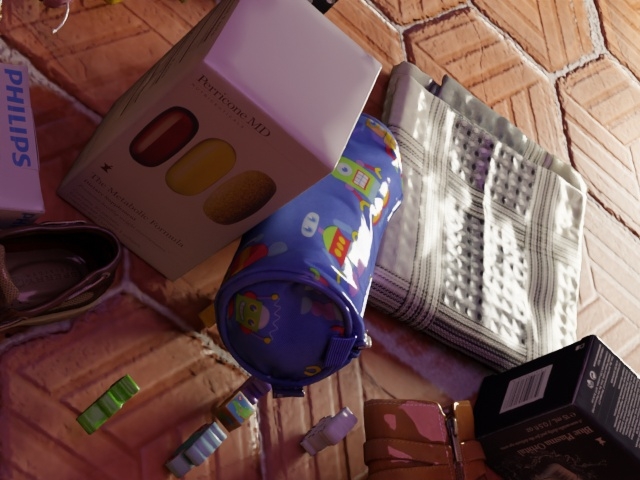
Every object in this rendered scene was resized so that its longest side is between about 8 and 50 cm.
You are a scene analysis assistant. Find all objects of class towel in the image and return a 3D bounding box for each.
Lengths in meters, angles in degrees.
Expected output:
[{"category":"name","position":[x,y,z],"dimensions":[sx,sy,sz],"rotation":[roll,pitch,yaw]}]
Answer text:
[{"category":"towel","position":[0.181,-0.016,1.364],"dimensions":[0.312,0.056,0.324],"rotation":[29,51,-25]}]

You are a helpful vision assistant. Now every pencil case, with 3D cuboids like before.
[{"category":"pencil case","position":[0.000,0.000,1.110],"dimensions":[0.133,0.119,0.306],"rotation":[26,35,-6]}]

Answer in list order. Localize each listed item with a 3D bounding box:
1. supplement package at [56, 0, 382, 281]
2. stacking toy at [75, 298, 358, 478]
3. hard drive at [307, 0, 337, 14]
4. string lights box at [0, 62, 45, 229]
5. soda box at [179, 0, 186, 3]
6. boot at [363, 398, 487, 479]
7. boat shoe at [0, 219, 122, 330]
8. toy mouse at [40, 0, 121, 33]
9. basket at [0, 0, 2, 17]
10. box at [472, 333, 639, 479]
[{"category":"supplement package","position":[-0.088,-0.092,1.052],"dimensions":[0.139,0.244,0.134],"rotation":[38,49,-17]},{"category":"stacking toy","position":[-0.084,0.153,1.066],"dimensions":[0.167,0.052,0.221],"rotation":[51,48,-3]},{"category":"hard drive","position":[0.002,-0.375,1.207],"dimensions":[0.237,0.339,0.064],"rotation":[41,48,-14]},{"category":"string lights box","position":[-0.348,-0.077,0.947],"dimensions":[0.260,0.077,0.133],"rotation":[5,65,-38]},{"category":"soda box","position":[-0.172,-0.325,1.231],"dimensions":[0.181,0.061,0.058],"rotation":[43,47,-14]},{"category":"boot","position":[0.067,0.244,1.077],"dimensions":[0.283,0.109,0.220],"rotation":[4,75,-44]},{"category":"boat shoe","position":[-0.264,0.031,0.946],"dimensions":[0.257,0.095,0.095],"rotation":[-20,81,-43]},{"category":"toy mouse","position":[-0.231,-0.271,1.153],"dimensions":[0.143,0.031,0.161],"rotation":[32,69,-4]},{"category":"basket","position":[-0.383,-0.292,1.021],"dimensions":[0.214,0.223,0.299],"rotation":[-5,67,-6]},{"category":"box","position":[0.256,0.194,1.245],"dimensions":[0.158,0.156,0.093],"rotation":[41,49,-16]}]
